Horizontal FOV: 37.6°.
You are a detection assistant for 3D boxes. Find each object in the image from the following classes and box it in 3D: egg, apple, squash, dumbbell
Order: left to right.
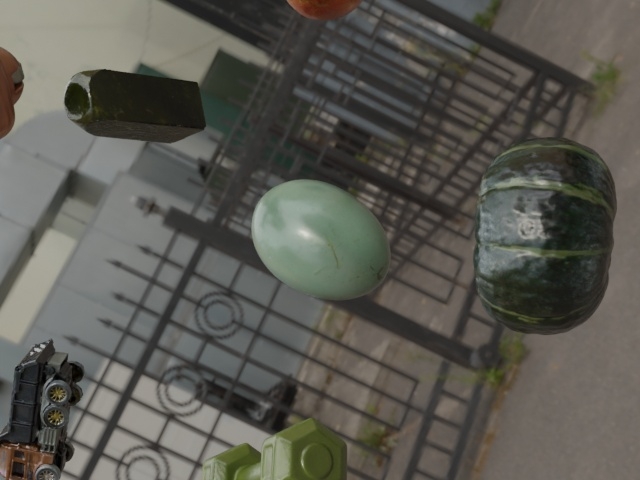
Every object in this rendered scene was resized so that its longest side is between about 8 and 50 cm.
[{"bbox_3d":[-0.072,0.332,1.330,0.302,0.108,0.121,-37,48,56],"label":"dumbbell"},{"bbox_3d":[0.000,0.000,1.425,0.168,0.231,0.168,-47,-25,-29],"label":"egg"},{"bbox_3d":[0.005,-0.450,1.583,0.163,0.163,0.139,-63,-10,6],"label":"apple"},{"bbox_3d":[0.285,-0.007,1.188,0.252,0.165,0.252,4,-90,-73],"label":"squash"}]

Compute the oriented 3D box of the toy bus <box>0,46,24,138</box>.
[{"bbox_3d":[-0.522,-0.211,1.242,0.232,0.288,0.194,-25,-52,-25],"label":"toy bus"}]

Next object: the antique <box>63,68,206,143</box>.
[{"bbox_3d":[-0.279,-0.199,1.394,0.080,0.221,0.081,-17,80,37],"label":"antique"}]

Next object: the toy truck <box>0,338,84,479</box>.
[{"bbox_3d":[-0.375,0.234,1.256,0.083,0.092,0.192,-89,10,-74],"label":"toy truck"}]
